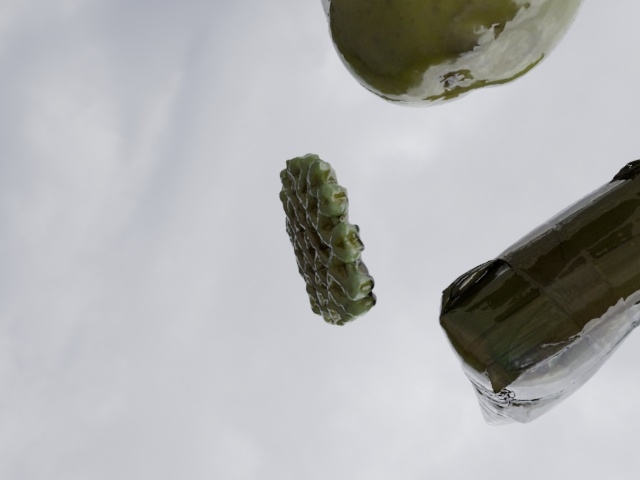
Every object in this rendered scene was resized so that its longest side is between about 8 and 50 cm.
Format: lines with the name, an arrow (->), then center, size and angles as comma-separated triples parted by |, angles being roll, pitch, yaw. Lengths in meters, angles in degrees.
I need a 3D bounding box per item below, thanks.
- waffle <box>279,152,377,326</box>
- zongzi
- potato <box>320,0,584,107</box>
waffle -> 0.000, 0.000, 0.914 | 0.183, 0.036, 0.169 | 156, -83, -73
zongzi -> 0.245, 0.068, 0.896 | 0.260, 0.289, 0.123 | -36, -119, 0
potato -> 0.092, -0.210, 0.658 | 0.197, 0.148, 0.229 | -10, -102, -1
